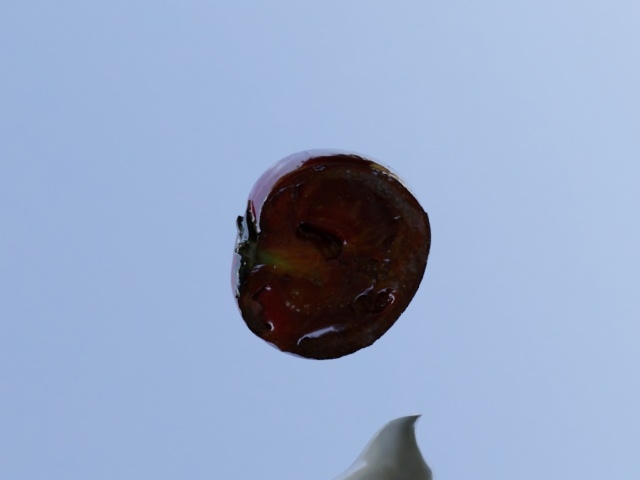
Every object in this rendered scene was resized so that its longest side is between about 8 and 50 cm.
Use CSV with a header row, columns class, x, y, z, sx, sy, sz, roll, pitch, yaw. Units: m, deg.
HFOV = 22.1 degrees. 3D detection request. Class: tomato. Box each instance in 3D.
class,x,y,z,sx,sy,sz,roll,pitch,yaw
tomato,0.000,0.000,1.165,0.139,0.159,0.091,6,-156,-15

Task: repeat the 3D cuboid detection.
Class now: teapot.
class,x,y,z,sx,sy,sz,roll,pitch,yaw
teapot,0.031,0.245,1.443,0.145,0.226,0.092,0,-126,-56
